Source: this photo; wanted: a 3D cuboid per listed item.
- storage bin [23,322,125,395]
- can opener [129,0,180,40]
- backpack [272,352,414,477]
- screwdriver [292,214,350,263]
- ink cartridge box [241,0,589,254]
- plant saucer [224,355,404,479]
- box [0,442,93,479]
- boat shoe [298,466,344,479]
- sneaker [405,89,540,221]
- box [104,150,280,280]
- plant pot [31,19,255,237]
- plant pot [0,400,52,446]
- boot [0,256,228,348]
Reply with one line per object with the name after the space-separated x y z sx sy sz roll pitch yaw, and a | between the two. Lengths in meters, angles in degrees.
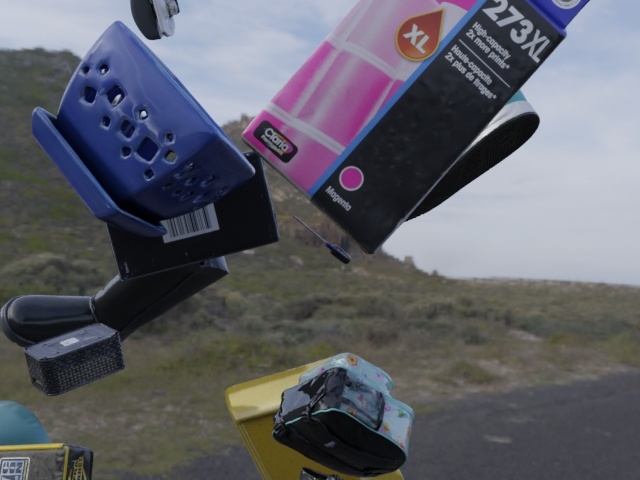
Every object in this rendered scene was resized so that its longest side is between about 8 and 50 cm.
-0.528 0.253 1.730 0.180 0.084 0.122 -18 19 -37 | storage bin
-0.306 -0.486 1.388 0.093 0.280 0.074 -5 23 9 | can opener
0.045 0.269 1.206 0.188 0.144 0.166 39 -48 -17 | backpack
0.000 0.000 1.650 0.170 0.025 0.024 34 -1 -29 | screwdriver
0.107 -0.180 0.798 0.176 0.371 0.069 41 -2 -4 | ink cartridge box
-0.032 0.447 1.744 0.333 0.333 0.081 -21 10 29 | plant saucer
-0.469 0.464 1.159 0.257 0.322 0.079 -6 -21 17 | box
0.020 0.495 1.631 0.142 0.040 0.049 6 7 22 | boat shoe
0.134 -0.153 1.116 0.295 0.178 0.124 -33 -28 19 | sneaker
-0.256 -0.056 1.544 0.296 0.183 0.294 -14 9 -11 | box
-0.267 -0.142 1.194 0.212 0.236 0.236 -41 -12 0 | plant pot
-0.697 0.476 1.547 0.293 0.293 0.235 2 2 31 | plant pot
-0.496 0.117 1.953 0.445 0.146 0.367 -31 -25 24 | boot
